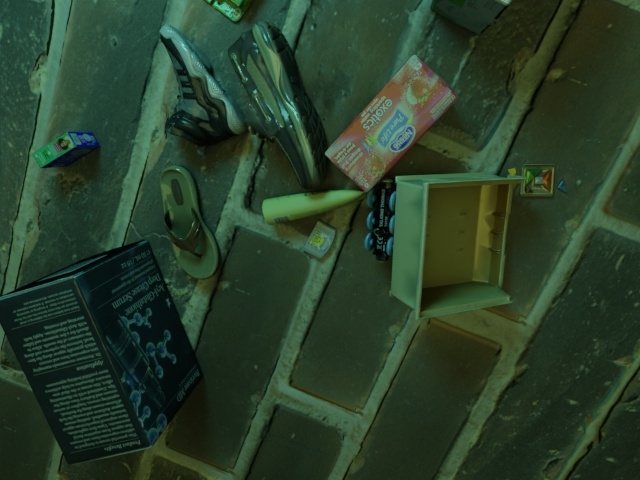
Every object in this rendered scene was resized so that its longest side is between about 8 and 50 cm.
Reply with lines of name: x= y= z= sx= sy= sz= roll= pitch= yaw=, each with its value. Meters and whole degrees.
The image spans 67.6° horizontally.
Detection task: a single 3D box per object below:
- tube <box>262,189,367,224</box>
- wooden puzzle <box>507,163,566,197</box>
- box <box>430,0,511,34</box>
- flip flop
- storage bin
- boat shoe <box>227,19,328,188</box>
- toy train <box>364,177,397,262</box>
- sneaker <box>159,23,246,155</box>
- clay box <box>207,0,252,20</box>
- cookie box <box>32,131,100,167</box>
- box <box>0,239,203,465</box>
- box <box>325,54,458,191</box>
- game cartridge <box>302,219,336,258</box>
tube: x=-0.008 y=-0.085 z=1.064 sx=0.240 sy=0.070 sz=0.062 roll=-9 pitch=131 yaw=15
wooden puzzle: x=0.462 y=-0.127 z=1.021 sx=0.116 sy=0.014 sz=0.078 roll=-6 pitch=103 yaw=9
box: x=0.306 y=-0.506 z=0.818 sx=0.127 sy=0.262 sz=0.231 roll=29 pitch=107 yaw=0
flip flop: x=-0.316 y=-0.037 z=1.113 sx=0.112 sy=0.080 sz=0.276 roll=-9 pitch=103 yaw=10
storage bin: x=0.282 y=0.000 z=0.974 sx=0.261 sy=0.123 sz=0.262 roll=-5 pitch=105 yaw=-21
boat shoe: x=-0.089 y=-0.271 z=1.013 sx=0.130 sy=0.132 sz=0.355 roll=-19 pitch=92 yaw=22
toy train: x=0.150 y=-0.046 z=1.034 sx=0.080 sy=0.105 sz=0.184 roll=13 pitch=112 yaw=33
sneaker: x=-0.290 y=-0.313 z=1.027 sx=0.153 sy=0.101 sz=0.268 roll=-33 pitch=100 yaw=11
clay box: x=-0.166 y=-0.579 z=0.970 sx=0.127 sy=0.053 sz=0.222 roll=36 pitch=105 yaw=-2
cookie box: x=-0.583 y=-0.208 z=1.100 sx=0.107 sy=0.092 sz=0.040 roll=-26 pitch=97 yaw=13
box: x=-0.479 y=0.239 z=1.095 sx=0.212 sy=0.293 sz=0.395 roll=-16 pitch=102 yaw=12
box: x=0.140 y=-0.234 z=0.978 sx=0.123 sy=0.128 sz=0.257 roll=43 pitch=105 yaw=-4
game cartridge: x=0.000 y=0.000 z=1.114 sx=0.056 sy=0.017 sz=0.083 roll=27 pitch=106 yaw=-4
